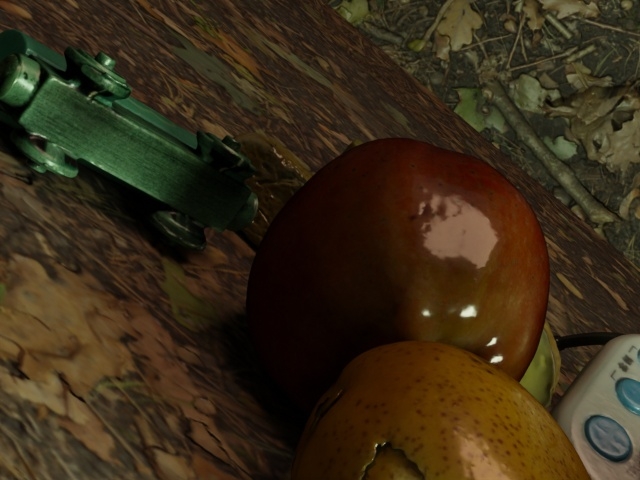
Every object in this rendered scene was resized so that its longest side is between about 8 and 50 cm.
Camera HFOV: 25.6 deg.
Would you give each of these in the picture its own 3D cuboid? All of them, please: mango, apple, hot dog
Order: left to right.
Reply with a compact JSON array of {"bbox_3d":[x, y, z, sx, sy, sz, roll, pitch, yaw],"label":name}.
[{"bbox_3d":[0.000,0.000,1.271,0.242,0.084,0.073,43,15,13],"label":"hot dog"},{"bbox_3d":[0.061,0.040,1.022,0.234,0.234,0.234,38,14,-11],"label":"apple"},{"bbox_3d":[0.088,0.186,0.816,0.290,0.160,0.191,58,14,24],"label":"mango"}]

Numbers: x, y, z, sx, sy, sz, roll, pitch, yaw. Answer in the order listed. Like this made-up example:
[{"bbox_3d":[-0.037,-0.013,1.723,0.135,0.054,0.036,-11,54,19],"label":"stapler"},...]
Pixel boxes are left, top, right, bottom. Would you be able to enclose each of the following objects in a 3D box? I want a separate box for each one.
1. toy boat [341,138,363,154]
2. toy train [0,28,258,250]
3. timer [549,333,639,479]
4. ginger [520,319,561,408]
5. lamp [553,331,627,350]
[{"bbox_3d":[0.082,-0.047,1.662,0.172,0.065,0.066,49,29,12],"label":"toy boat"},{"bbox_3d":[-0.162,-0.084,1.101,0.248,0.101,0.159,31,4,-39],"label":"toy train"},{"bbox_3d":[0.318,0.216,1.295,0.237,0.087,0.262,43,40,7],"label":"timer"},{"bbox_3d":[0.132,0.054,1.384,0.190,0.126,0.354,43,13,-38],"label":"ginger"},{"bbox_3d":[0.299,0.170,1.473,0.283,0.124,0.203,44,24,24],"label":"lamp"}]
